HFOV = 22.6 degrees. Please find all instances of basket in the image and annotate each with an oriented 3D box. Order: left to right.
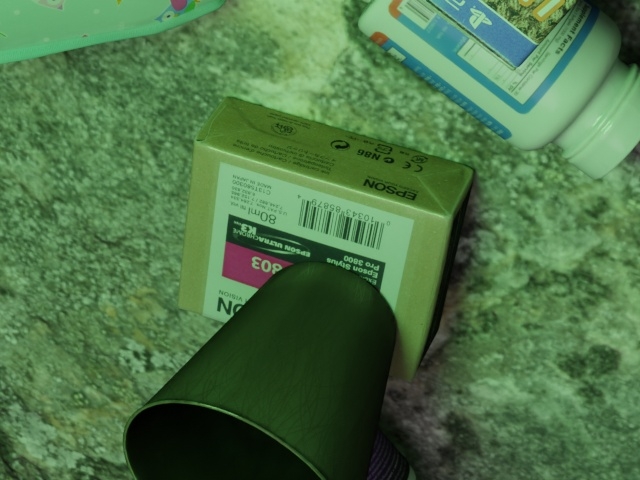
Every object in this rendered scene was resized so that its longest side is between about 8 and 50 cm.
[{"bbox_3d":[-0.028,0.134,1.316,0.204,0.227,0.154,38,129,-7],"label":"basket"}]

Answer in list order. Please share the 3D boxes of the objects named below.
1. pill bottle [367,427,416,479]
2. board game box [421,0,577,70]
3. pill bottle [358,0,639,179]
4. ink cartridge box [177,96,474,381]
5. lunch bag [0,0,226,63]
[{"bbox_3d":[0.024,0.226,1.551,0.108,0.108,0.193,-29,109,36],"label":"pill bottle"},{"bbox_3d":[0.181,-0.296,1.032,0.141,0.232,0.291,37,129,-5],"label":"board game box"},{"bbox_3d":[0.149,-0.146,1.223,0.221,0.124,0.124,37,129,-6],"label":"pill bottle"},{"bbox_3d":[0.000,0.000,1.413,0.234,0.088,0.193,16,127,10],"label":"ink cartridge box"},{"bbox_3d":[-0.207,-0.269,1.257,0.262,0.160,0.223,-9,124,-5],"label":"lunch bag"}]
